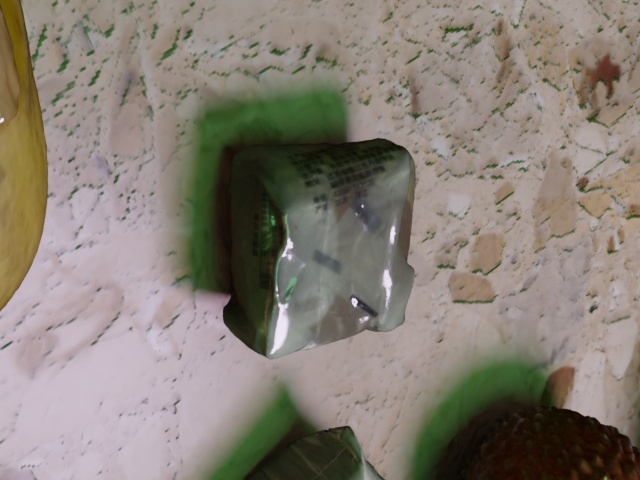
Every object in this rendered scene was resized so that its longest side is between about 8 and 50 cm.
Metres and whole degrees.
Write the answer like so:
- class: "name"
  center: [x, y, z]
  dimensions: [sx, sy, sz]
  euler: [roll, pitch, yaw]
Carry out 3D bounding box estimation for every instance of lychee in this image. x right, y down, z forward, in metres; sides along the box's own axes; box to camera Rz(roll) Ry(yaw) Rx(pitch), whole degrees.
- class: "lychee"
  center: [0.182, 0.219, 0.899]
  dimensions: [0.165, 0.197, 0.165]
  euler: [-8, 149, -5]

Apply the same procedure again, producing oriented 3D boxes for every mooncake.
- class: "mooncake"
  center: [0.000, 0.000, 0.737]
  dimensions: [0.125, 0.073, 0.130]
  euler: [-9, 114, -38]

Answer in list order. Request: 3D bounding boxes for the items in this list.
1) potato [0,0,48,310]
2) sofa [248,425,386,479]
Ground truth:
- class: "potato"
  center: [-0.256, -0.016, 0.384]
  dimensions: [0.397, 0.290, 0.296]
  euler: [-58, 141, -42]
- class: "sofa"
  center: [0.010, 0.275, 0.786]
  dimensions: [0.225, 0.176, 0.210]
  euler: [-45, 128, -14]
